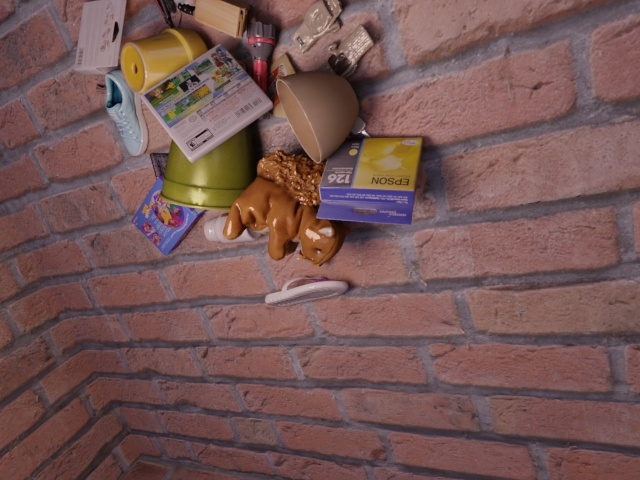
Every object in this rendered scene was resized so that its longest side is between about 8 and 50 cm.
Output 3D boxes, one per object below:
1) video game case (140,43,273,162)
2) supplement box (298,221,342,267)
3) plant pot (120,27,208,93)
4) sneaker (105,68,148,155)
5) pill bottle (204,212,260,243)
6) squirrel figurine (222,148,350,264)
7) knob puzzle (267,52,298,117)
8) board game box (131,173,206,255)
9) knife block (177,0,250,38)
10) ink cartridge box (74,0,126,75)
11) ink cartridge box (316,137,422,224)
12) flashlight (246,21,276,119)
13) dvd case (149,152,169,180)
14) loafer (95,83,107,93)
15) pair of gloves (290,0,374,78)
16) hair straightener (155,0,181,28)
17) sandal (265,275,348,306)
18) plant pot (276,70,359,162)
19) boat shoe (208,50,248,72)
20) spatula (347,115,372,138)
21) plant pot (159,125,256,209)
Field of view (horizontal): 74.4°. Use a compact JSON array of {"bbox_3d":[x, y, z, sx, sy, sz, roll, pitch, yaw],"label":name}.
[{"bbox_3d":[-0.372,-0.456,1.381,0.328,0.036,0.300,-38,77,-9],"label":"video game case"},{"bbox_3d":[0.000,0.000,1.657,0.104,0.081,0.188,31,123,9],"label":"supplement box"},{"bbox_3d":[-0.558,-0.616,1.499,0.253,0.238,0.254,19,120,36],"label":"plant pot"},{"bbox_3d":[-0.834,-0.526,1.764,0.135,0.150,0.367,12,118,22],"label":"sneaker"},{"bbox_3d":[-0.372,-0.054,1.781,0.229,0.131,0.131,-6,111,28],"label":"pill bottle"},{"bbox_3d":[-0.071,-0.112,1.467,0.370,0.281,0.398,22,96,23],"label":"squirrel figurine"},{"bbox_3d":[-0.134,-0.522,1.485,0.212,0.030,0.214,10,108,32],"label":"knob puzzle"},{"bbox_3d":[-0.700,-0.113,1.931,0.233,0.078,0.347,47,127,-4],"label":"board game box"},{"bbox_3d":[-0.358,-0.751,1.375,0.241,0.276,0.088,8,122,-11],"label":"knife block"},{"bbox_3d":[-0.828,-0.783,1.621,0.238,0.060,0.276,6,88,22],"label":"ink cartridge box"},{"bbox_3d":[0.156,-0.201,1.343,0.303,0.308,0.072,5,146,17],"label":"ink cartridge box"},{"bbox_3d":[-0.204,-0.572,1.439,0.103,0.103,0.305,13,109,28],"label":"flashlight"},{"bbox_3d":[-0.648,-0.304,1.862,0.221,0.018,0.165,5,116,25],"label":"dvd case"},{"bbox_3d":[-0.922,-0.653,1.812,0.125,0.045,0.039,8,111,26],"label":"loafer"},{"bbox_3d":[0.039,-0.642,1.349,0.240,0.042,0.204,48,128,0],"label":"pair of gloves"},{"bbox_3d":[-0.571,-0.882,1.523,0.088,0.047,0.231,-13,108,31],"label":"hair straightener"},{"bbox_3d":[-0.077,0.197,1.773,0.415,0.169,0.103,-17,66,32],"label":"sandal"},{"bbox_3d":[0.010,-0.418,1.345,0.190,0.284,0.284,-29,102,-7],"label":"plant pot"},{"bbox_3d":[-0.358,-0.641,1.523,0.189,0.072,0.068,20,121,16],"label":"boat shoe"},{"bbox_3d":[0.132,-0.318,1.475,0.242,0.019,0.168,48,124,-2],"label":"spatula"},{"bbox_3d":[-0.398,-0.327,1.558,0.365,0.366,0.354,13,108,20],"label":"plant pot"}]
